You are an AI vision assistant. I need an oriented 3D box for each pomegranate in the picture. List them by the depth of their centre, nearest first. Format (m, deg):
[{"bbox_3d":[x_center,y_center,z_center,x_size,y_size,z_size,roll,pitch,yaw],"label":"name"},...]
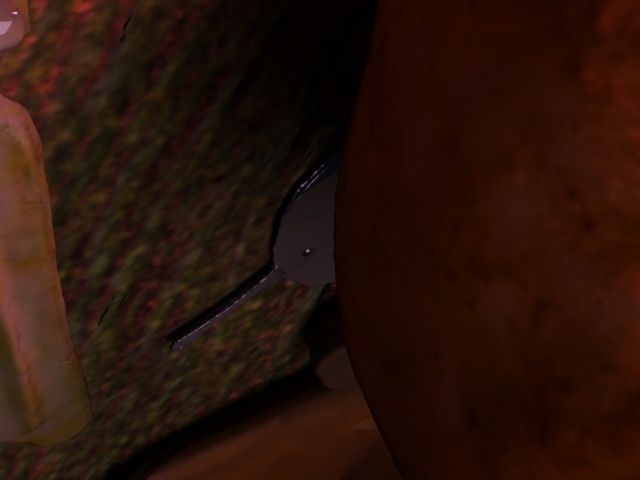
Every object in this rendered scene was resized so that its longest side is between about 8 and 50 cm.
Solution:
[{"bbox_3d":[0.190,-0.025,0.608,0.410,0.410,0.410,-26,150,-17],"label":"pomegranate"}]

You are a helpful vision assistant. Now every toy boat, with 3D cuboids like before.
[{"bbox_3d":[-0.124,-0.027,0.486,0.084,0.111,0.276,-19,148,-18],"label":"toy boat"}]

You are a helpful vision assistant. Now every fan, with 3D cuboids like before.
[{"bbox_3d":[0.000,0.000,0.765,0.175,0.005,0.113,-37,152,-1],"label":"fan"}]

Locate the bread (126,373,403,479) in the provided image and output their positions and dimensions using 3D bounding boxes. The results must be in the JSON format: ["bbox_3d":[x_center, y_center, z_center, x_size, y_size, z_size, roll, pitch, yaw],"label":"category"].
[{"bbox_3d":[0.012,0.150,0.868,0.241,0.136,0.107,-25,152,-17],"label":"bread"}]

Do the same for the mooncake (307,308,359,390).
[{"bbox_3d":[0.154,-0.008,0.868,0.346,0.057,0.150,-20,160,-32],"label":"mooncake"}]
